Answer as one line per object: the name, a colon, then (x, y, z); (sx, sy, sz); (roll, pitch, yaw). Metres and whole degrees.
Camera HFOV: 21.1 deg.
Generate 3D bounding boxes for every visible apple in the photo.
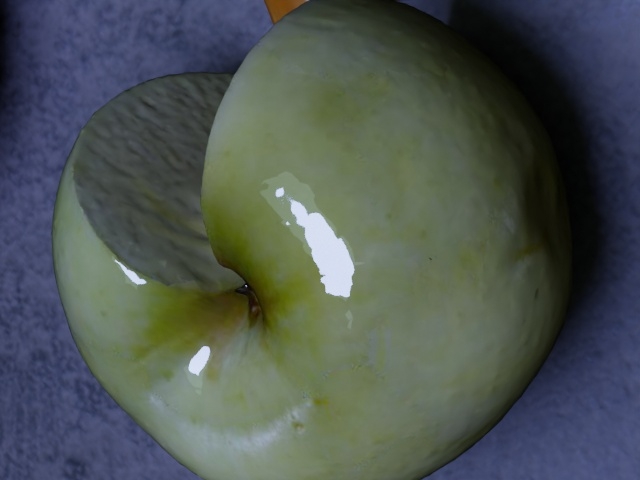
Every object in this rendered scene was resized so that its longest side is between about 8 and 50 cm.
apple: (0.000, 0.000, 0.969); (0.292, 0.254, 0.292); (11, 112, 29)

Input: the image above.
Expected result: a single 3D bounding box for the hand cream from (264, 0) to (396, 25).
hand cream: (-0.031, -0.281, 1.017); (0.140, 0.089, 0.314); (-24, 84, 28)
